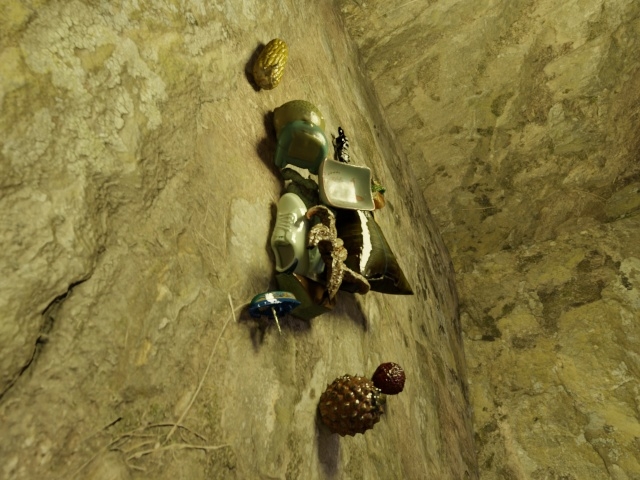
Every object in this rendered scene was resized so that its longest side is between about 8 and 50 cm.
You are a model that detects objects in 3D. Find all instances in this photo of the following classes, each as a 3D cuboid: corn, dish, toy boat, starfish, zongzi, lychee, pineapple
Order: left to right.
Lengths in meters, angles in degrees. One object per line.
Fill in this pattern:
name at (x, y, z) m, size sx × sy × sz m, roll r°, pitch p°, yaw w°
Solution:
corn at (-0.166, -0.612, 1.473) m, size 0.106 × 0.106 × 0.293 m, roll 52°, pitch 29°, yaw -37°
toy boat at (-0.110, 0.180, 1.050) m, size 0.175 × 0.091 × 0.110 m, roll 17°, pitch 41°, yaw -56°
starfish at (0.033, 0.053, 1.214) m, size 0.312 × 0.113 × 0.303 m, roll 54°, pitch 23°, yaw -34°
dish at (0.072, -0.168, 1.376) m, size 0.212 × 0.077 × 0.151 m, roll 4°, pitch 76°, yaw -40°
pineapple at (0.097, 0.447, 1.185) m, size 0.166 × 0.193 × 0.166 m, roll 44°, pitch 34°, yaw -41°
zongzi at (0.178, 0.008, 1.576) m, size 0.432 × 0.208 × 0.403 m, roll 15°, pitch 57°, yaw -43°
lychee at (0.252, 0.501, 1.567) m, size 0.129 × 0.123 × 0.123 m, roll 35°, pitch 42°, yaw -35°

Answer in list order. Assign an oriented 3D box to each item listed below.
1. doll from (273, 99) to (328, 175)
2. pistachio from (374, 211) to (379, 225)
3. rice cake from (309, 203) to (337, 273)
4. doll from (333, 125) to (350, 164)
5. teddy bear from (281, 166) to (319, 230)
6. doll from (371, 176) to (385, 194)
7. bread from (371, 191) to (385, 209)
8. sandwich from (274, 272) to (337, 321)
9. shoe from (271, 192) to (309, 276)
doll at (-0.067, -0.350, 1.400) m, size 0.177 × 0.161 × 0.260 m, roll 9°, pitch 40°, yaw -15°
pistachio at (0.161, -0.059, 1.750) m, size 0.229 × 0.157 × 0.157 m, roll 47°, pitch 34°, yaw -54°
rice cake at (0.000, 0.000, 1.380) m, size 0.085 × 0.040 × 0.226 m, roll 31°, pitch 70°, yaw -57°
doll at (0.098, -0.401, 1.931) m, size 0.091 × 0.067 × 0.219 m, roll 37°, pitch 47°, yaw -57°
teddy bear at (-0.047, -0.135, 1.382) m, size 0.133 × 0.111 × 0.213 m, roll 18°, pitch 56°, yaw -57°
doll at (0.276, -0.276, 2.257) m, size 0.113 × 0.077 × 0.078 m, roll 48°, pitch -9°, yaw 17°
bread at (0.277, -0.198, 2.159) m, size 0.070 × 0.077 × 0.083 m, roll 64°, pitch 26°, yaw -24°
sandwich at (-0.033, 0.165, 1.225) m, size 0.258 × 0.094 × 0.096 m, roll 33°, pitch 40°, yaw -53°
shoe at (-0.091, -0.019, 1.229) m, size 0.110 × 0.095 × 0.265 m, roll 16°, pitch 62°, yaw -61°
